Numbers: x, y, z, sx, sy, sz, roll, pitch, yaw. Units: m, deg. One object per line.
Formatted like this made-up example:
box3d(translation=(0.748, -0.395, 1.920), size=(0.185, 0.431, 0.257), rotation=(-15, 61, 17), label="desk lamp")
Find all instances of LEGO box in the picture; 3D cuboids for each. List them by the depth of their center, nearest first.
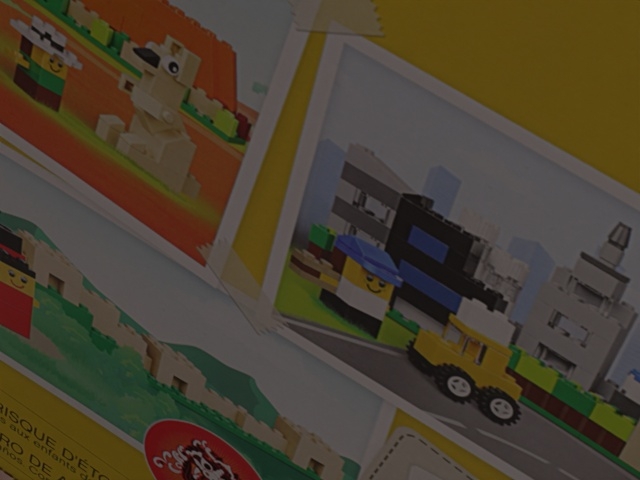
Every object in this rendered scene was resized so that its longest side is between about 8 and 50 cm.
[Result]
box3d(translation=(0.016, -0.056, 0.583), size=(0.500, 0.193, 0.372), rotation=(34, -39, 11), label="LEGO box")
